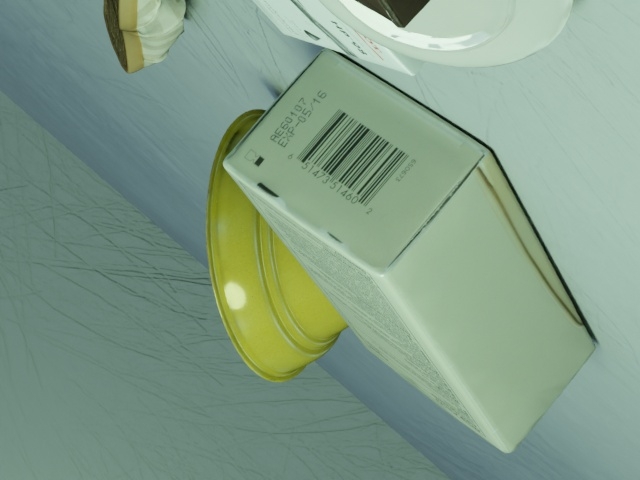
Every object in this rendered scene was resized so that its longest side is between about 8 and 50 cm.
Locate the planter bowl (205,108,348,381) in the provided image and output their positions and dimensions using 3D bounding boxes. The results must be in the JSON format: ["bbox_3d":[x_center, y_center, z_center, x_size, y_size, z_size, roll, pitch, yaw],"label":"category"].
[{"bbox_3d":[0.000,0.000,1.541,0.090,0.217,0.217,-6,149,24],"label":"planter bowl"}]

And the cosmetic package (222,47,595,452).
[{"bbox_3d":[0.071,0.015,1.380,0.160,0.113,0.309,36,171,32],"label":"cosmetic package"}]

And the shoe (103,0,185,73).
[{"bbox_3d":[-0.132,-0.187,1.467,0.219,0.058,0.076,108,143,-77],"label":"shoe"}]

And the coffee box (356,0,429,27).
[{"bbox_3d":[-0.062,-0.218,0.706,0.297,0.119,0.168,35,169,38],"label":"coffee box"}]

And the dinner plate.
[{"bbox_3d":[0.044,-0.123,0.882,0.141,0.017,0.141,17,146,12],"label":"dinner plate"}]

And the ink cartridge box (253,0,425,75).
[{"bbox_3d":[0.009,-0.145,0.985,0.104,0.060,0.180,46,170,-30],"label":"ink cartridge box"}]
